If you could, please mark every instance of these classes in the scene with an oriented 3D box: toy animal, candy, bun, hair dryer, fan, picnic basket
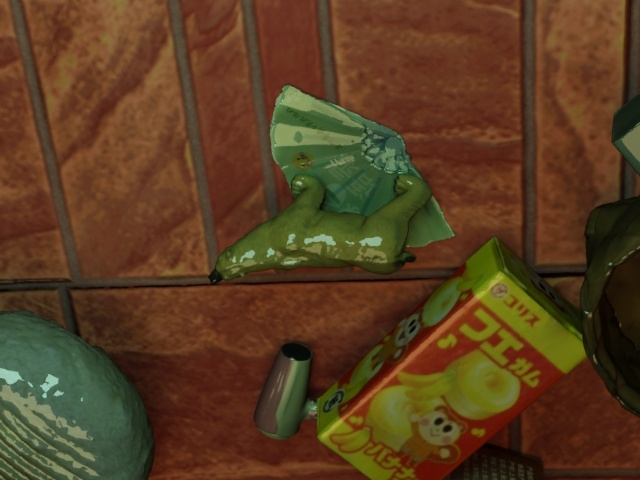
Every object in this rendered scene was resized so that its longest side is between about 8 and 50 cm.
[{"bbox_3d":[0.000,0.000,1.291,0.218,0.101,0.103,2,125,6],"label":"toy animal"},{"bbox_3d":[0.136,0.142,1.358,0.146,0.088,0.276,39,110,-17],"label":"candy"},{"bbox_3d":[-0.350,0.213,1.400,0.361,0.211,0.362,4,121,7],"label":"bun"},{"bbox_3d":[0.011,0.178,1.445,0.154,0.054,0.106,14,117,-14],"label":"hair dryer"},{"bbox_3d":[0.037,-0.064,1.310,0.240,0.009,0.131,40,119,-18],"label":"fan"},{"bbox_3d":[0.413,0.085,1.181,0.337,0.337,0.293,-19,117,16],"label":"picnic basket"}]

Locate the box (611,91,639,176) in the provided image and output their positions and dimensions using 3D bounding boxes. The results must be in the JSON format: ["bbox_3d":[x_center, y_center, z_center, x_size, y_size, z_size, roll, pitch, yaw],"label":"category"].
[{"bbox_3d":[0.318,-0.101,1.197,0.069,0.122,0.084,46,114,-7],"label":"box"}]

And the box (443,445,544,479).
[{"bbox_3d":[0.144,0.474,1.405,0.122,0.385,0.345,15,122,-4],"label":"box"}]
